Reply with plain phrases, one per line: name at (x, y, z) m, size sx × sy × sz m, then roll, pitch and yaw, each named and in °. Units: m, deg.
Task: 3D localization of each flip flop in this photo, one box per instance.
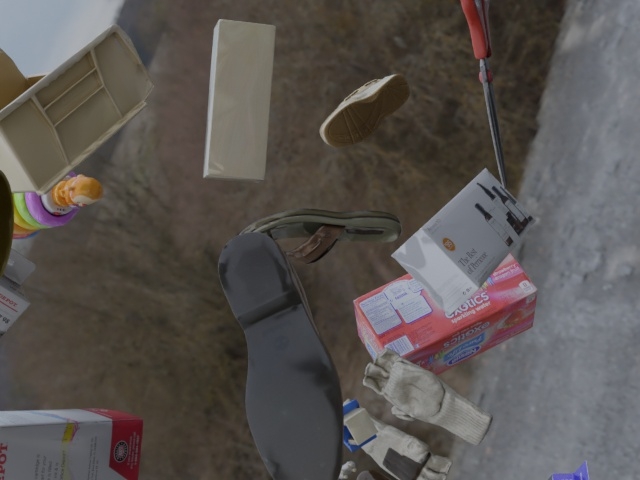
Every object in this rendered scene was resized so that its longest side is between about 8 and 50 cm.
flip flop at (0.000, 0.000, 1.905) m, size 0.112 × 0.277 × 0.080 m, roll 124°, pitch 145°, yaw -71°

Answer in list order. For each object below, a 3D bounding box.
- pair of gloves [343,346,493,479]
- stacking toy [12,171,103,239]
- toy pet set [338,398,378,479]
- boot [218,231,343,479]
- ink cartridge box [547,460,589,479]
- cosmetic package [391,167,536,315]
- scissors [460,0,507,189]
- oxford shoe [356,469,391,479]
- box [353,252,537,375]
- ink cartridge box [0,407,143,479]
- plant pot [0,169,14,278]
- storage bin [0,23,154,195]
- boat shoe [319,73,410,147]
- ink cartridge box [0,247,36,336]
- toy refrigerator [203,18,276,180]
pair of gloves at (0.133, 0.282, 1.752) m, size 0.042 × 0.204 × 0.240 m, roll -46°, pitch -11°, yaw -46°
stacking toy at (-0.457, -0.080, 1.904) m, size 0.302 × 0.175 × 0.165 m, roll 4°, pitch 83°, yaw 43°
toy pet set at (0.013, 0.262, 1.561) m, size 0.114 × 0.122 × 0.065 m, roll -30°, pitch 2°, yaw -19°
boot at (-0.029, 0.143, 1.311) m, size 0.115 × 0.112 × 0.305 m, roll 39°, pitch -145°, yaw -69°
ink cartridge box at (0.391, 0.494, 1.868) m, size 0.208 × 0.045 × 0.206 m, roll 110°, pitch 165°, yaw -48°
cosmetic package at (0.179, -0.005, 1.387) m, size 0.060 × 0.099 × 0.239 m, roll -48°, pitch -5°, yaw 33°
scissors at (0.186, -0.209, 1.337) m, size 0.109 × 0.021 × 0.297 m, roll 3°, pitch -98°, yaw -69°
oxford shoe at (0.113, 0.430, 1.895) m, size 0.227 × 0.083 × 0.096 m, roll 39°, pitch 152°, yaw 62°
box at (0.227, 0.133, 2.092) m, size 0.154 × 0.300 × 0.142 m, roll 58°, pitch 168°, yaw 31°
ink cartridge box at (-0.449, 0.390, 1.847) m, size 0.131 × 0.306 × 0.226 m, roll 7°, pitch 89°, yaw 45°
plant pot at (-0.401, -0.016, 1.243) m, size 0.134 × 0.095 × 0.134 m, roll 6°, pitch -90°, yaw -85°
storage bin at (-0.403, -0.175, 1.550) m, size 0.262 × 0.123 × 0.260 m, roll -1°, pitch 36°, yaw 39°
boat shoe at (0.059, -0.191, 1.711) m, size 0.170 × 0.063 × 0.059 m, roll -35°, pitch 23°, yaw -26°
ink cartridge box at (-0.482, 0.089, 1.594) m, size 0.180 × 0.104 × 0.060 m, roll -48°, pitch 38°, yaw 2°
toy refrigerator at (-0.143, -0.240, 2.008) m, size 0.094 × 0.102 × 0.269 m, roll 171°, pitch 102°, yaw -78°
